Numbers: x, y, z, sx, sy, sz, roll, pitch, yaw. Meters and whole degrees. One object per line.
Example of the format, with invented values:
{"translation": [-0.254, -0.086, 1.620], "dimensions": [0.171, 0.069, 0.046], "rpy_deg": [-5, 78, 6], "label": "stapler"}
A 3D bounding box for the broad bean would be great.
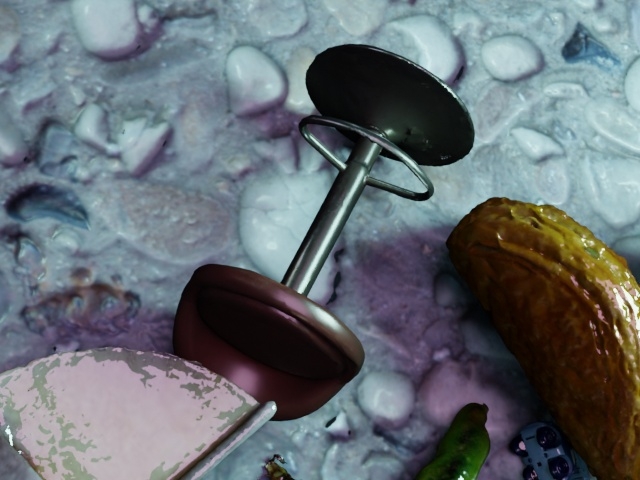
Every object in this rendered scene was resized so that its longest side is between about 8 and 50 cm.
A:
{"translation": [0.092, 0.268, 1.164], "dimensions": [0.292, 0.049, 0.144], "rpy_deg": [-13, 43, -19], "label": "broad bean"}

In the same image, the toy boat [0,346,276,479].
{"translation": [-0.238, 0.233, 1.067], "dimensions": [0.276, 0.111, 0.293], "rpy_deg": [32, 65, -4], "label": "toy boat"}

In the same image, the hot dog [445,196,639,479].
{"translation": [0.312, 0.107, 1.207], "dimensions": [0.174, 0.267, 0.387], "rpy_deg": [-35, 82, 13], "label": "hot dog"}

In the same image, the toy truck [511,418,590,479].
{"translation": [0.292, 0.285, 1.238], "dimensions": [0.074, 0.063, 0.136], "rpy_deg": [-8, 75, -41], "label": "toy truck"}

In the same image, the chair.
{"translation": [0.000, 0.000, 1.150], "dimensions": [0.226, 0.226, 0.401], "rpy_deg": [30, 68, -6], "label": "chair"}
